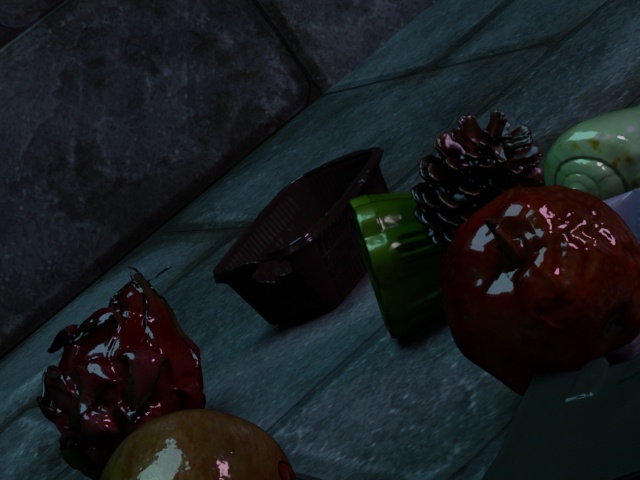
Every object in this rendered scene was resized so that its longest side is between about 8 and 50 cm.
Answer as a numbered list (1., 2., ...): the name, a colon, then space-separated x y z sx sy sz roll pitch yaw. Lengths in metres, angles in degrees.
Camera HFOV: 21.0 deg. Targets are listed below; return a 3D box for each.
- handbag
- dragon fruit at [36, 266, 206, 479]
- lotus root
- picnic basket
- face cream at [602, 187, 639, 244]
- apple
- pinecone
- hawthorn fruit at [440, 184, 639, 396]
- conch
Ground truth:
1. handbag: 0.260 0.161 1.465 0.247 0.079 0.260 -25 17 35
2. dragon fruit: -0.248 0.174 2.289 0.234 0.233 0.293 -156 81 -74
3. lotus root: 0.137 0.011 2.125 0.186 0.186 0.186 -34 14 9
4. picnic basket: 0.000 0.000 2.511 0.222 0.129 0.297 -21 21 41
5. face cream: 0.263 0.027 1.840 0.274 0.096 0.154 -5 73 66
6. apple: -0.124 0.277 1.744 0.211 0.211 0.188 -30 41 23
7. pinecone: 0.191 -0.073 2.010 0.163 0.163 0.165 -47 -21 -37
8. hawthorn fruit: 0.202 0.034 1.649 0.207 0.243 0.207 -10 65 22
9. conch: 0.345 -0.087 2.002 0.137 0.143 0.250 14 20 19
